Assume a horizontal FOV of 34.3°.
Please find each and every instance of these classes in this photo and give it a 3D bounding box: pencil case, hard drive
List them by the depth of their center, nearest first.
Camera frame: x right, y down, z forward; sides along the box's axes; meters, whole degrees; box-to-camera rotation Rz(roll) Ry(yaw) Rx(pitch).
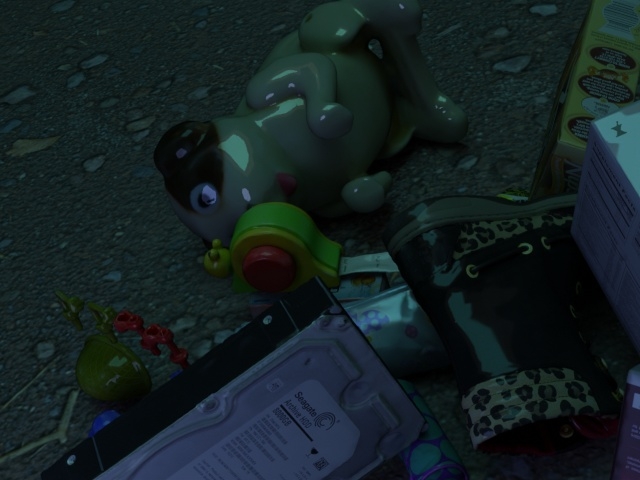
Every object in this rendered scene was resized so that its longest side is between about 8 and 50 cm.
[{"bbox_3d":[-0.076,0.215,1.061,0.339,0.237,0.064,-36,40,-1],"label":"hard drive"},{"bbox_3d":[0.105,0.225,1.158,0.070,0.064,0.151,-6,34,-21],"label":"pencil case"},{"bbox_3d":[0.034,0.123,1.262,0.273,0.124,0.113,-17,39,4],"label":"pencil case"}]

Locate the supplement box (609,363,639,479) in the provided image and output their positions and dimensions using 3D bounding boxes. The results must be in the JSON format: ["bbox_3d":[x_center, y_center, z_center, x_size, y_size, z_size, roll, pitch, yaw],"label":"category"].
[{"bbox_3d":[0.327,0.236,0.919,0.130,0.239,0.073,15,16,35],"label":"supplement box"}]

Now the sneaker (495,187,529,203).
[{"bbox_3d":[0.284,-0.057,1.442,0.083,0.031,0.035,17,49,35],"label":"sneaker"}]

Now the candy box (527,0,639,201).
[{"bbox_3d":[0.357,-0.167,1.390,0.088,0.183,0.316,19,53,7],"label":"candy box"}]

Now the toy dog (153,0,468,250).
[{"bbox_3d":[-0.052,-0.163,1.516,0.395,0.284,0.408,20,55,39],"label":"toy dog"}]

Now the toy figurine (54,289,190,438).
[{"bbox_3d":[-0.242,0.223,1.220,0.363,0.191,0.217,15,55,37],"label":"toy figurine"}]

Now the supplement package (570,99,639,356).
[{"bbox_3d":[0.385,-0.016,1.009,0.199,0.262,0.198,-23,66,-1],"label":"supplement package"}]

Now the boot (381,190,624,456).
[{"bbox_3d":[0.274,0.088,1.176,0.377,0.138,0.284,2,55,-28],"label":"boot"}]

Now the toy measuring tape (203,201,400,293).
[{"bbox_3d":[0.000,0.000,1.326,0.330,0.121,0.121,-7,40,16],"label":"toy measuring tape"}]

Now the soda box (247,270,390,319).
[{"bbox_3d":[0.000,0.082,1.372,0.183,0.063,0.058,-5,42,19],"label":"soda box"}]
